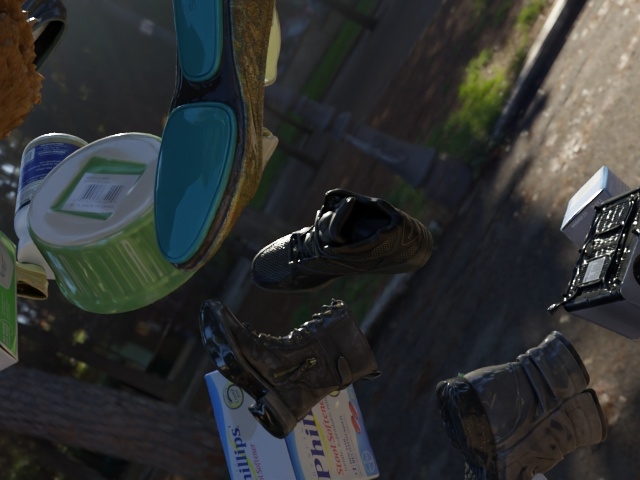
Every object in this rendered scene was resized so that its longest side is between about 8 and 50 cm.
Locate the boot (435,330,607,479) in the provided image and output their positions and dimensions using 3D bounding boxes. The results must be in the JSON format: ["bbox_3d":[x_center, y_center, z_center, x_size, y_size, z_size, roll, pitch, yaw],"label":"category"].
[{"bbox_3d":[0.315,0.317,1.326,0.118,0.223,0.338,-153,47,-72],"label":"boot"}]

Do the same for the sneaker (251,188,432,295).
[{"bbox_3d":[0.000,0.000,1.067,0.228,0.130,0.087,-10,61,29],"label":"sneaker"}]

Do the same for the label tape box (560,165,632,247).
[{"bbox_3d":[0.580,0.033,1.603,0.106,0.334,0.241,-49,-5,22],"label":"label tape box"}]

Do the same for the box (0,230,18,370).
[{"bbox_3d":[-0.595,0.109,1.422,0.231,0.126,0.262,-28,44,7],"label":"box"}]

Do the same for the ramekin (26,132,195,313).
[{"bbox_3d":[-0.336,-0.041,1.550,0.148,0.304,0.303,65,-145,-44],"label":"ramekin"}]

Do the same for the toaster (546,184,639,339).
[{"bbox_3d":[0.391,0.028,1.149,0.168,0.110,0.186,-65,6,-15],"label":"toaster"}]

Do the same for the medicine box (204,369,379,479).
[{"bbox_3d":[-0.050,0.352,1.744,0.149,0.263,0.289,-25,-17,26],"label":"medicine box"}]

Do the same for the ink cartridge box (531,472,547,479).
[{"bbox_3d":[0.288,0.473,1.149,0.353,0.207,0.119,-46,7,-35],"label":"ink cartridge box"}]

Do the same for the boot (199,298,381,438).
[{"bbox_3d":[-0.045,0.160,1.464,0.229,0.263,0.091,-36,5,-33],"label":"boot"}]

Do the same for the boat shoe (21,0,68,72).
[{"bbox_3d":[-0.632,-0.365,1.905,0.335,0.095,0.112,-48,-31,21],"label":"boat shoe"}]

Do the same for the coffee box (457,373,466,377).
[{"bbox_3d":[0.389,0.379,2.154,0.040,0.184,0.113,-122,46,-66],"label":"coffee box"}]

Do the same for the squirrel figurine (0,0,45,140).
[{"bbox_3d":[-0.505,-0.254,1.021,0.281,0.397,0.370,96,154,-50],"label":"squirrel figurine"}]

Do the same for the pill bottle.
[{"bbox_3d":[-0.513,-0.066,1.803,0.153,0.153,0.264,123,149,-45],"label":"pill bottle"}]

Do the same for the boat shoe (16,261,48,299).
[{"bbox_3d":[-0.561,0.070,1.643,0.068,0.190,0.072,-42,58,27],"label":"boat shoe"}]

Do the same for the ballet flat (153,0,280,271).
[{"bbox_3d":[-0.092,-0.141,0.933,0.123,0.123,0.348,-158,71,-83],"label":"ballet flat"}]
